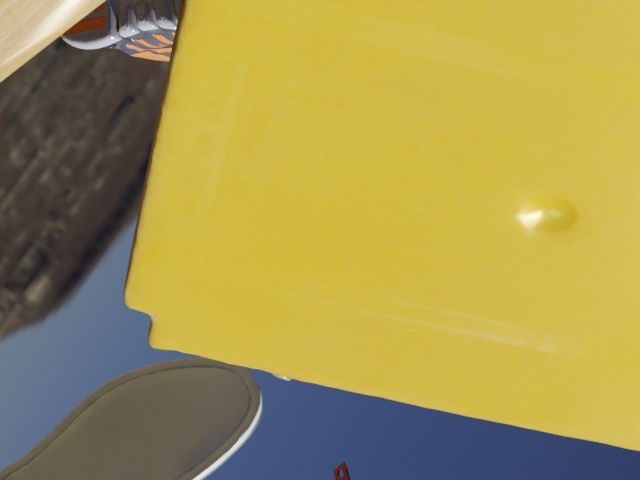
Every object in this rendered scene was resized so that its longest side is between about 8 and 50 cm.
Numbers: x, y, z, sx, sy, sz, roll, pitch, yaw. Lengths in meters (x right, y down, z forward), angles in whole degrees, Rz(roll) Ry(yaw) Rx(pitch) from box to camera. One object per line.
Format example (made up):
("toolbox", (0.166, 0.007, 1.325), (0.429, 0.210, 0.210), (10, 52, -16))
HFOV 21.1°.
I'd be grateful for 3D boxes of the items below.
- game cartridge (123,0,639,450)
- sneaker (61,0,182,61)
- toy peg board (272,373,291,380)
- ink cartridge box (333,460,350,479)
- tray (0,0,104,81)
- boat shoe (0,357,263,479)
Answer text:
("game cartridge", (0.094, -0.027, 0.702), (0.285, 0.324, 0.052), (109, -8, -46))
("sneaker", (-0.137, -0.282, 2.000), (0.180, 0.321, 0.124), (1, 88, -66))
("toy peg board", (0.000, 0.000, 1.236), (0.079, 0.160, 0.161), (13, -119, 41))
("ink cartridge box", (0.020, 0.279, 1.682), (0.063, 0.029, 0.115), (121, -43, -70))
("tray", (-0.053, -0.264, 0.878), (0.411, 0.076, 0.202), (-33, -138, 18))
("boat shoe", (-0.180, 0.203, 1.513), (0.319, 0.116, 0.099), (-32, 158, 11))
